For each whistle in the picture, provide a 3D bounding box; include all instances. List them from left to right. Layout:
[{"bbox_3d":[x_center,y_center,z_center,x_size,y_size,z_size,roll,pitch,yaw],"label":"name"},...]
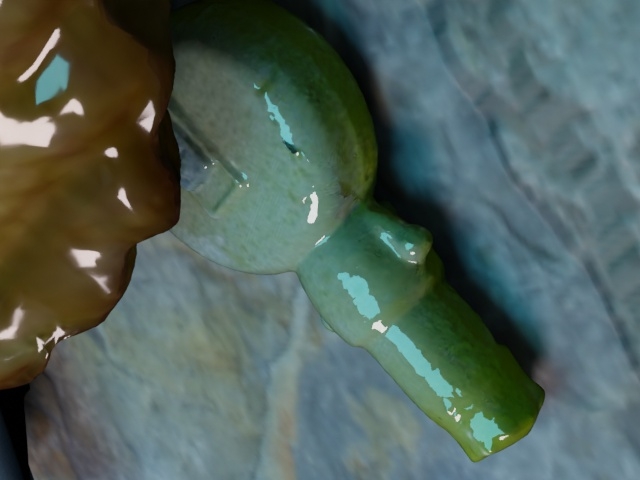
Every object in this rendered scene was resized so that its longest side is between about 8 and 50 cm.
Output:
[{"bbox_3d":[0.000,0.000,0.598,0.198,0.057,0.104,50,139,4],"label":"whistle"}]

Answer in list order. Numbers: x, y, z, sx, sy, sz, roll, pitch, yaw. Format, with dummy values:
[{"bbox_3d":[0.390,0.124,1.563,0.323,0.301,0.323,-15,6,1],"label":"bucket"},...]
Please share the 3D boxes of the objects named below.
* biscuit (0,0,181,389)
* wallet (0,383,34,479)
[{"bbox_3d":[-0.206,-0.057,0.538,0.325,0.107,0.326,-3,138,-2],"label":"biscuit"},{"bbox_3d":[-0.195,0.037,0.790,0.170,0.069,0.231,17,126,56],"label":"wallet"}]
